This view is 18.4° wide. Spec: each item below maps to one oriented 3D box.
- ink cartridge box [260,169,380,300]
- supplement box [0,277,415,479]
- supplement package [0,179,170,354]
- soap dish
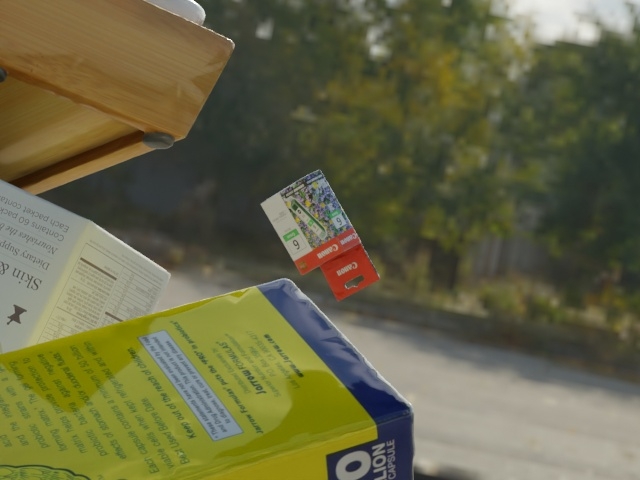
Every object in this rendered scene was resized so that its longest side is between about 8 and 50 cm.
[{"bbox_3d":[0.000,0.000,1.800,0.063,0.115,0.029,-30,-1,42],"label":"ink cartridge box"},{"bbox_3d":[-0.137,0.187,1.206,0.357,0.194,0.195,-15,30,-19],"label":"supplement box"},{"bbox_3d":[-0.276,0.085,1.454,0.199,0.262,0.198,24,-6,16],"label":"supplement package"},{"bbox_3d":[-0.247,-0.123,1.507,0.291,0.118,0.229,-17,-27,41],"label":"soap dish"}]
